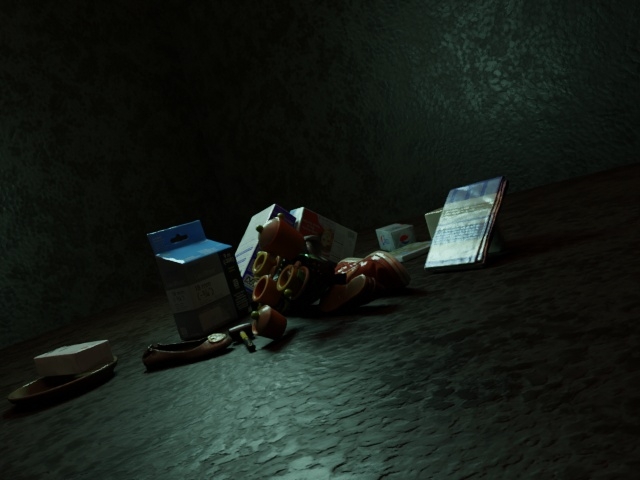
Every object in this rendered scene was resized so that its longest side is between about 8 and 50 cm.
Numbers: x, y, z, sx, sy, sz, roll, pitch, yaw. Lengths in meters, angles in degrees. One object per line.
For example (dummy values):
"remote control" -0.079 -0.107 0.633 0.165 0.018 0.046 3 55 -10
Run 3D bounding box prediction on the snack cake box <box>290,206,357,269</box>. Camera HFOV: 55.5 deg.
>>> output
"snack cake box" 0.000 0.000 2.247 0.264 0.152 0.089 25 -22 -31

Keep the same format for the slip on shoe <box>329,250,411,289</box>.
"slip on shoe" 0.125 0.102 1.632 0.101 0.123 0.331 -44 16 -25

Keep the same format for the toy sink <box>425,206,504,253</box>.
"toy sink" 0.457 -0.041 1.818 0.131 0.152 0.234 -20 4 -42

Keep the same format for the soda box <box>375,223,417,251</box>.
"soda box" 0.305 -0.012 2.446 0.098 0.091 0.286 -17 4 -5

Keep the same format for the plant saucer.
"plant saucer" -0.666 0.371 1.591 0.278 0.041 0.278 -16 5 1

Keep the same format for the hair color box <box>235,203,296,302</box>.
"hair color box" -0.223 0.054 2.138 0.185 0.110 0.338 -23 37 55

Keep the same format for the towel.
"towel" 0.401 -0.040 1.671 0.209 0.034 0.284 -12 49 51

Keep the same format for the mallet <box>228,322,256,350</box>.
"mallet" -0.191 0.242 1.477 0.063 0.039 0.190 -16 8 -7

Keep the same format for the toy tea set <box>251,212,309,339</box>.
"toy tea set" -0.130 0.082 1.495 0.200 0.124 0.336 -50 28 24

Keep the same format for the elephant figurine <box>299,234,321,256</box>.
"elephant figurine" -0.065 0.051 2.057 0.170 0.239 0.186 -18 4 -13

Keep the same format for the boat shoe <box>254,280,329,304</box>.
"boat shoe" -0.062 0.133 1.930 0.303 0.098 0.109 -16 4 8

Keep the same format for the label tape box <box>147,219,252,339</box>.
"label tape box" -0.363 0.106 1.867 0.106 0.333 0.241 -14 5 32

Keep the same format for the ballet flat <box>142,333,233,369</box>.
"ballet flat" -0.336 0.268 1.513 0.250 0.058 0.084 -15 5 18

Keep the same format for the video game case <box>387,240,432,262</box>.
"video game case" 0.318 0.040 2.175 0.213 0.023 0.193 -19 5 -29

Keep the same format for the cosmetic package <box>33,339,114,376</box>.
"cosmetic package" -0.663 0.316 1.627 0.239 0.060 0.099 -14 6 40

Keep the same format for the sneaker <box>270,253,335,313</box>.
"sneaker" -0.042 0.109 1.687 0.146 0.134 0.343 -14 -9 -26

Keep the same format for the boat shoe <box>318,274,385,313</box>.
"boat shoe" 0.076 0.143 1.509 0.073 0.073 0.207 23 -27 -28

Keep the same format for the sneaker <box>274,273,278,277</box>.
"sneaker" -0.198 0.147 2.445 0.065 0.076 0.166 -19 5 -15
